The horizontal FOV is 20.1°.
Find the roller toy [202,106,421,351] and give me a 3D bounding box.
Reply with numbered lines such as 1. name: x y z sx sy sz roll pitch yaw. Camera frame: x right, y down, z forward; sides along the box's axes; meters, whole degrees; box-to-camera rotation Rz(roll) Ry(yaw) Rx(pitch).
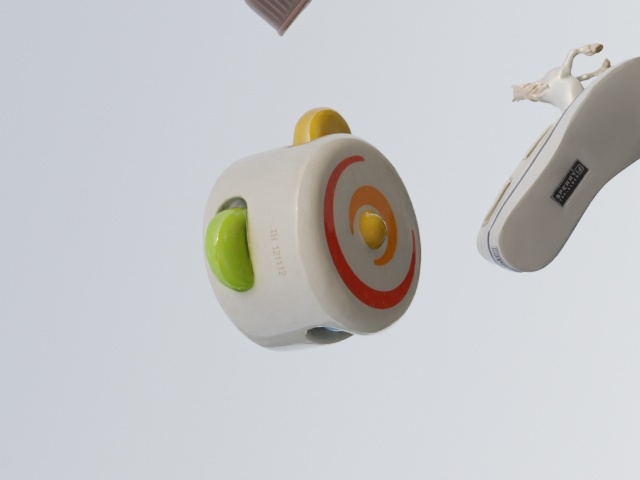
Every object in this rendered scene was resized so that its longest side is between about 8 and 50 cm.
1. roller toy: 0.000 0.000 1.680 0.191 0.146 0.209 55 -139 -28

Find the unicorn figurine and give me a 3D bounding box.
1. unicorn figurine: 0.280 -0.165 2.008 0.111 0.162 0.060 -31 -52 2

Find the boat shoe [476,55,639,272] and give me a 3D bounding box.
1. boat shoe: 0.255 -0.079 1.833 0.096 0.088 0.267 38 -98 -20

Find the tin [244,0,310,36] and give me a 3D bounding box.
1. tin: 0.012 -0.179 0.998 0.040 0.190 0.106 43 -114 -3
